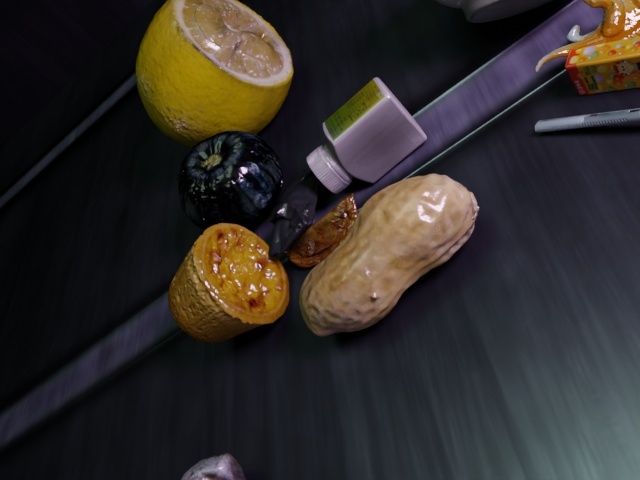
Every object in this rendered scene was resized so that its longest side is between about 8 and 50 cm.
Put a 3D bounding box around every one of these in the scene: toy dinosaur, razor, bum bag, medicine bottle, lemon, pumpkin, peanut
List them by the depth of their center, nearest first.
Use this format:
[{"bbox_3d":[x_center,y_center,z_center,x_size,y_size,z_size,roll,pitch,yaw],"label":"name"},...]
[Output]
[{"bbox_3d":[0.391,-0.164,0.815,0.211,0.036,0.084,8,64,47],"label":"razor"},{"bbox_3d":[0.089,0.025,0.882,0.313,0.149,0.149,-49,37,13],"label":"peanut"},{"bbox_3d":[0.440,-0.308,0.886,0.142,0.057,0.212,41,103,33],"label":"toy dinosaur"},{"bbox_3d":[0.073,-0.174,1.059,0.188,0.132,0.088,-39,39,16],"label":"medicine bottle"},{"bbox_3d":[-0.042,-0.068,1.121,0.123,0.060,0.248,-35,19,29],"label":"bum bag"},{"bbox_3d":[-0.189,-0.121,1.251,0.233,0.163,0.233,-17,49,20],"label":"pumpkin"},{"bbox_3d":[-0.263,-0.372,1.404,0.364,0.364,0.364,-26,44,28],"label":"lemon"}]

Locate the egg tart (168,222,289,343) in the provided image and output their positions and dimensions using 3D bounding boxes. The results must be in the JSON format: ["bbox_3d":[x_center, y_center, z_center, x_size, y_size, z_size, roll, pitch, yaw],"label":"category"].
[{"bbox_3d":[-0.168,0.087,1.062,0.147,0.203,0.202,-41,37,36],"label":"egg tart"}]

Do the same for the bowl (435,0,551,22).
[{"bbox_3d":[0.307,-0.479,0.982,0.354,0.354,0.185,-10,97,40],"label":"bowl"}]

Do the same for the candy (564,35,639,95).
[{"bbox_3d":[0.414,-0.244,0.835,0.122,0.062,0.038,3,60,46],"label":"candy"}]

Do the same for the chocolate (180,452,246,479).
[{"bbox_3d":[-0.177,0.425,0.845,0.110,0.110,0.248,4,63,46],"label":"chocolate"}]

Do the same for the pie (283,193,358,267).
[{"bbox_3d":[0.002,0.001,1.069,0.191,0.033,0.088,-34,52,31],"label":"pie"}]
